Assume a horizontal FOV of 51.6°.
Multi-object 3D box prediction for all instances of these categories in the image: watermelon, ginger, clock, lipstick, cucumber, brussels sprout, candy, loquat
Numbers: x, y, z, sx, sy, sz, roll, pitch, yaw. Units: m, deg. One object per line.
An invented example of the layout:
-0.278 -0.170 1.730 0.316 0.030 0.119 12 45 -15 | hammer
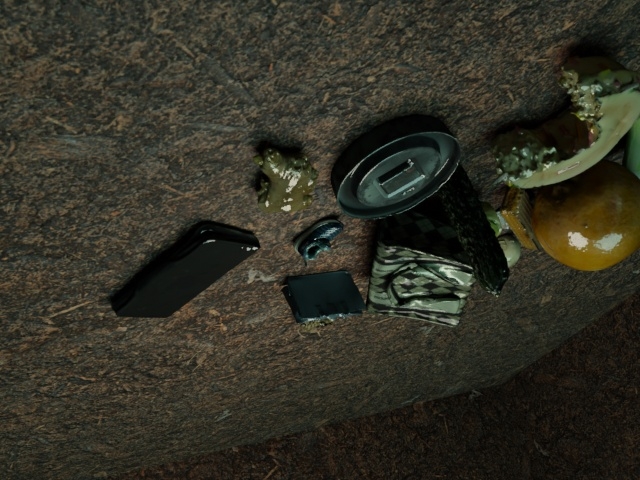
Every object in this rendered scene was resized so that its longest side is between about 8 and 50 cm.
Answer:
0.543 -0.054 1.996 0.085 0.061 0.085 -20 147 -13 | watermelon
-0.071 -0.131 1.387 0.137 0.074 0.213 -17 146 -13 | ginger
0.172 -0.163 1.520 0.313 0.061 0.312 -18 152 -10 | clock
0.872 -0.270 1.803 0.076 0.076 0.304 -24 142 0 | lipstick
0.371 -0.026 1.597 0.096 0.359 0.096 -15 150 -9 | cucumber
0.400 -0.039 1.820 0.181 0.161 0.144 -32 -169 15 | brussels sprout
-0.011 0.242 2.071 0.095 0.085 0.110 -4 157 -44 | candy
0.755 -0.074 1.858 0.328 0.328 0.328 -18 152 -10 | loquat

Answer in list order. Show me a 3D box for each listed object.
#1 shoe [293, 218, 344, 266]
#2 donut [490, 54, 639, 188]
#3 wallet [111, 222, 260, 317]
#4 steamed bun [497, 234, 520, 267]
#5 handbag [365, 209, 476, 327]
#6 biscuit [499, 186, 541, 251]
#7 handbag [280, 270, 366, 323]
0.000 0.000 1.667 0.143 0.071 0.064 -36 151 13 | shoe
0.585 -0.275 1.547 0.307 0.150 0.371 -4 147 -34 | donut
-0.331 0.089 1.591 0.377 0.051 0.197 -37 152 26 | wallet
0.604 0.047 2.190 0.130 0.091 0.112 -33 153 17 | steamed bun
0.296 0.094 1.831 0.317 0.180 0.416 13 150 7 | handbag
0.616 -0.063 2.003 0.054 0.094 0.379 12 169 31 | biscuit
0.011 0.162 1.879 0.221 0.144 0.057 -2 140 -32 | handbag
